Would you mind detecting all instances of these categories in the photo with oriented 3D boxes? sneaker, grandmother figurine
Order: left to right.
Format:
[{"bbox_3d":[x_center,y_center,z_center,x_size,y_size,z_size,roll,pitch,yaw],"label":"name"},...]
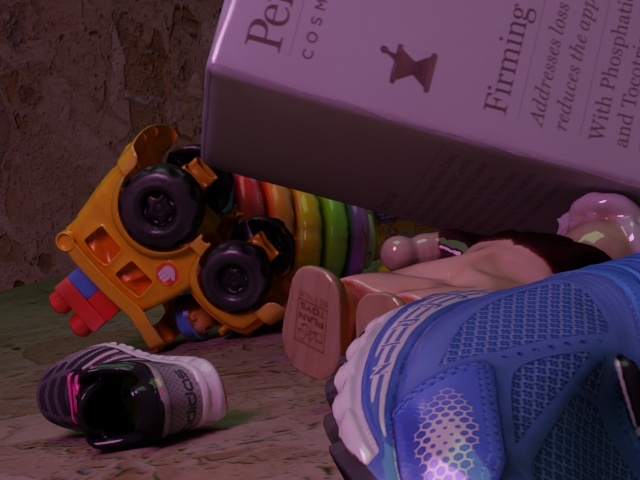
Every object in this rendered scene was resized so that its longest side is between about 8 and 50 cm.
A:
[{"bbox_3d":[-0.145,0.105,0.956,0.170,0.063,0.074,-2,4,41],"label":"sneaker"},{"bbox_3d":[0.130,0.033,1.011,0.342,0.104,0.207,-12,31,-42],"label":"grandmother figurine"},{"bbox_3d":[0.128,0.040,0.436,0.147,0.130,0.330,-33,-9,35],"label":"sneaker"}]

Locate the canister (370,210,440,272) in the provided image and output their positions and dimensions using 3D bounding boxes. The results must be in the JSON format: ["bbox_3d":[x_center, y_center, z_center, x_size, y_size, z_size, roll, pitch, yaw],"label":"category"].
[{"bbox_3d":[0.110,-0.043,1.504,0.126,0.170,0.073,-11,5,9],"label":"canister"}]

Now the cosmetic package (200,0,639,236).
[{"bbox_3d":[0.124,-0.200,1.244,0.393,0.330,0.327,15,-11,-3],"label":"cosmetic package"}]

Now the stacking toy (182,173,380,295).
[{"bbox_3d":[0.000,0.000,1.602,0.301,0.166,0.175,2,-3,-14],"label":"stacking toy"}]

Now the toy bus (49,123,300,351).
[{"bbox_3d":[-0.150,0.031,1.387,0.211,0.220,0.149,-44,3,15],"label":"toy bus"}]
